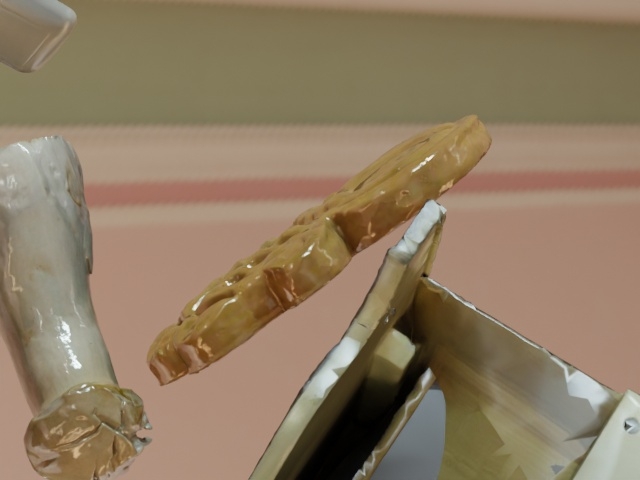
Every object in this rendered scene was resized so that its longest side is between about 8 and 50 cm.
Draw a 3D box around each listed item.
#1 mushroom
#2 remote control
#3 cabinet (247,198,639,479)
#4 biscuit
[{"bbox_3d":[-0.164,0.043,1.079,0.081,0.223,0.092,-1,-24,-36],"label":"mushroom"},{"bbox_3d":[-0.216,-0.144,0.925,0.184,0.027,0.050,30,-54,-24],"label":"remote control"},{"bbox_3d":[0.087,0.192,0.814,0.227,0.290,0.318,-54,-11,-22],"label":"cabinet"},{"bbox_3d":[-0.001,-0.001,1.192,0.288,0.044,0.202,-35,4,-23],"label":"biscuit"}]
